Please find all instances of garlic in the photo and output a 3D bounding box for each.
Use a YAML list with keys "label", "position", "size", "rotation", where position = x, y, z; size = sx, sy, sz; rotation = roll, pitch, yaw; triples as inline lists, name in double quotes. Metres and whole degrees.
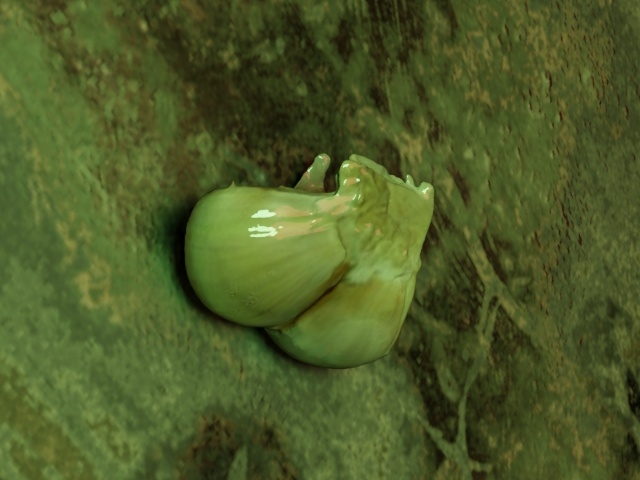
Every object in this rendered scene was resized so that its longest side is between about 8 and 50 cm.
- label: "garlic"
  position: [-0.009, 0.007, 0.973]
  size: [0.174, 0.099, 0.124]
  rotation: [19, 90, -41]
